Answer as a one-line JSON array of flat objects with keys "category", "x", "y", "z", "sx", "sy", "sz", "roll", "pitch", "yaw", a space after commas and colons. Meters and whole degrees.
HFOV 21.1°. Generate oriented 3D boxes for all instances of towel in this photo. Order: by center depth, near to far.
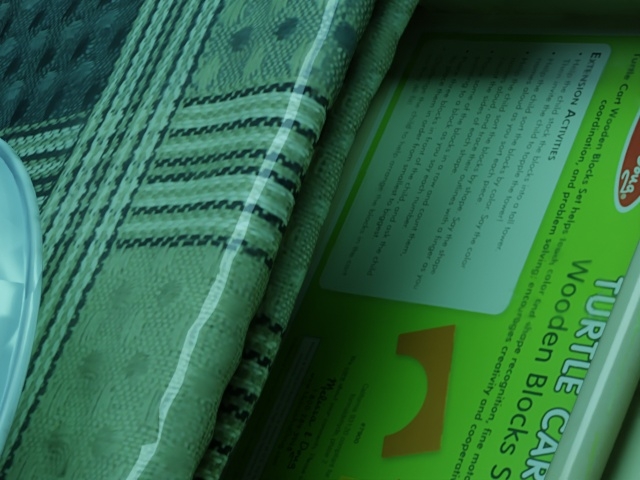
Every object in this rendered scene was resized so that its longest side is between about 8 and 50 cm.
[{"category": "towel", "x": -0.100, "y": 0.019, "z": 0.476, "sx": 0.312, "sy": 0.056, "sz": 0.324, "roll": -5, "pitch": 54, "yaw": 48}]

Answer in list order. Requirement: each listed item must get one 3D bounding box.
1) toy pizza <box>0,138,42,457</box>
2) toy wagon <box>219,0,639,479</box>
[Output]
[{"category": "toy pizza", "x": -0.123, "y": 0.064, "z": 0.381, "sx": 0.201, "sy": 0.032, "sz": 0.201, "roll": -32, "pitch": 38, "yaw": 30}, {"category": "toy wagon", "x": 0.060, "y": 0.019, "z": 0.403, "sx": 0.344, "sy": 0.068, "sz": 0.267, "roll": 9, "pitch": 67, "yaw": 42}]
